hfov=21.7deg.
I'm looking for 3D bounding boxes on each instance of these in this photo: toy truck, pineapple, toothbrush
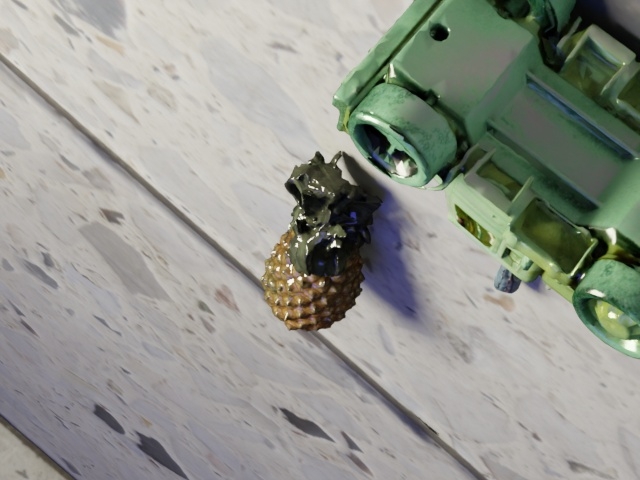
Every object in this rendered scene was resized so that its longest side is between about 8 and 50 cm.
[{"bbox_3d":[0.128,-0.008,0.767,0.259,0.128,0.135,39,160,4],"label":"toy truck"},{"bbox_3d":[0.000,0.000,1.091,0.074,0.074,0.159,35,150,13],"label":"pineapple"},{"bbox_3d":[0.114,-0.021,0.917,0.019,0.016,0.219,35,159,15],"label":"toothbrush"}]
